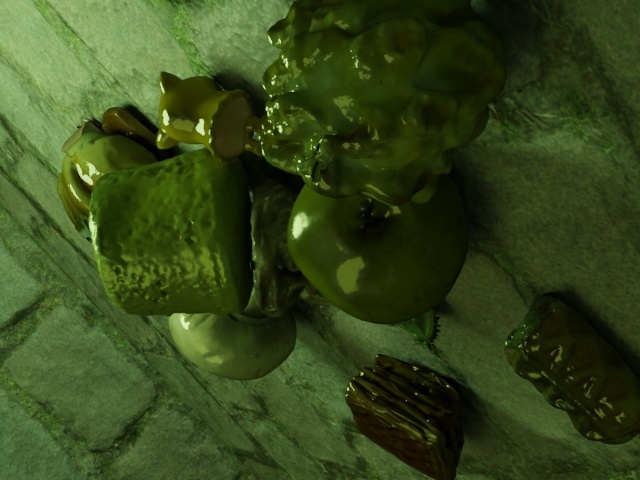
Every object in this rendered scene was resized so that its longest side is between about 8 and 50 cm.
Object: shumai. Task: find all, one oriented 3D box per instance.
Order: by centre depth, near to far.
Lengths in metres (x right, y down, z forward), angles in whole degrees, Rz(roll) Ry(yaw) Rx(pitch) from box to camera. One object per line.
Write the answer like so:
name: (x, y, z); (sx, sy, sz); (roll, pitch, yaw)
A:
shumai: (0.000, 0.000, 1.834); (0.314, 0.262, 0.267); (-97, 4, -65)

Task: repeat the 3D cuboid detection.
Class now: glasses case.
glasses case: (-0.563, -0.252, 2.371); (0.102, 0.070, 0.193); (22, 161, -24)

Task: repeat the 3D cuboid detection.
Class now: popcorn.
popcorn: (0.085, -0.194, 1.211); (0.312, 0.312, 0.312); (34, 154, 19)

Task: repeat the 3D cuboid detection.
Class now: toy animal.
toy animal: (-0.200, -0.222, 1.769); (0.229, 0.156, 0.156); (17, 147, 21)

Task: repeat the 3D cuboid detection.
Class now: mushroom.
mushroom: (-0.194, 0.201, 2.263); (0.315, 0.315, 0.356); (50, 157, -16)

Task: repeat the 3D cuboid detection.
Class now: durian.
durian: (0.176, 0.146, 1.852); (0.215, 0.100, 0.086); (33, 158, 34)

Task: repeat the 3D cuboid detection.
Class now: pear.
pear: (0.098, -0.001, 1.557); (0.287, 0.287, 0.375); (37, 169, 12)

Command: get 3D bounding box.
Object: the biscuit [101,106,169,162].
biscuit: (-0.431, -0.229, 2.226); (0.182, 0.034, 0.215); (39, 157, -3)

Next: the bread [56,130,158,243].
bread: (-0.475, -0.100, 2.224); (0.300, 0.210, 0.341); (37, 157, -12)

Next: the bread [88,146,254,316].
bread: (-0.281, -0.009, 1.902); (0.348, 0.307, 0.348); (171, 90, -90)

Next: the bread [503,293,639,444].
bread: (0.430, 0.223, 1.572); (0.267, 0.130, 0.152); (44, 146, -2)

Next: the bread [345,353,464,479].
bread: (0.205, 0.387, 2.115); (0.277, 0.167, 0.324); (28, 160, 27)
